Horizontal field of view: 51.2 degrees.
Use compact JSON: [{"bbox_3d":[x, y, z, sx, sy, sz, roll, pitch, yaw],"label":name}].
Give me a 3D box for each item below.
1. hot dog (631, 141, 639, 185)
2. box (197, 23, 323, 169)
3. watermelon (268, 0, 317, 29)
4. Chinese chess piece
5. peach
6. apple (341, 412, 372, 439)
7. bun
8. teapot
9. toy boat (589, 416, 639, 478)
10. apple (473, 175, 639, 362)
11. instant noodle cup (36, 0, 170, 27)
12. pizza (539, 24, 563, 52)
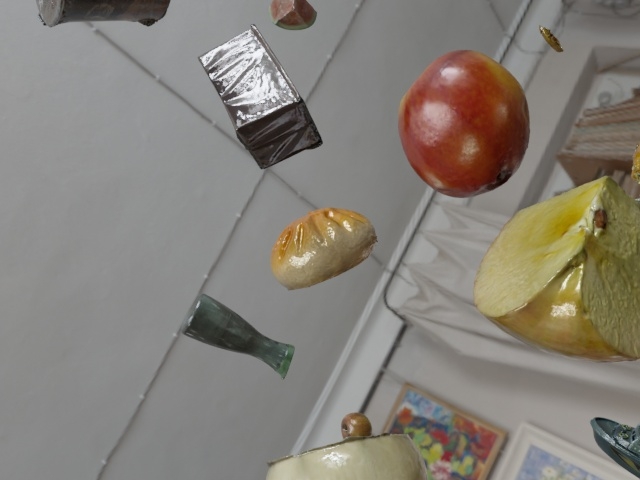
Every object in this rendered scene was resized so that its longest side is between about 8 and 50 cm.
[{"bbox_3d":[0.609,-0.193,1.132,0.269,0.072,0.115,-49,-63,-16],"label":"hot dog"},{"bbox_3d":[-0.131,-0.304,1.440,0.153,0.252,0.188,-29,-27,1],"label":"box"},{"bbox_3d":[-0.046,-0.432,1.249,0.092,0.072,0.084,-9,-110,-20],"label":"watermelon"},{"bbox_3d":[0.052,0.501,1.385,0.338,0.338,0.140,20,-129,-51],"label":"Chinese chess piece"},{"bbox_3d":[0.288,-0.225,1.310,0.280,0.281,0.238,-58,-2,-14],"label":"peach"},{"bbox_3d":[0.089,0.460,1.630,0.071,0.084,0.083,0,-73,-21],"label":"apple"},{"bbox_3d":[0.000,0.000,1.764,0.299,0.299,0.164,-33,-77,-36],"label":"bun"},{"bbox_3d":[-0.075,0.093,0.637,0.111,0.043,0.042,29,-99,-13],"label":"teapot"},{"bbox_3d":[0.753,0.488,1.510,0.114,0.296,0.122,-21,-44,-55],"label":"toy boat"},{"bbox_3d":[0.412,0.061,1.089,0.309,0.314,0.252,-58,-27,-32],"label":"apple"},{"bbox_3d":[-0.394,-0.491,1.208,0.208,0.217,0.217,-9,-67,-34],"label":"instant noodle cup"},{"bbox_3d":[0.525,-0.460,1.518,0.083,0.016,0.037,45,-135,-12],"label":"pizza"}]
